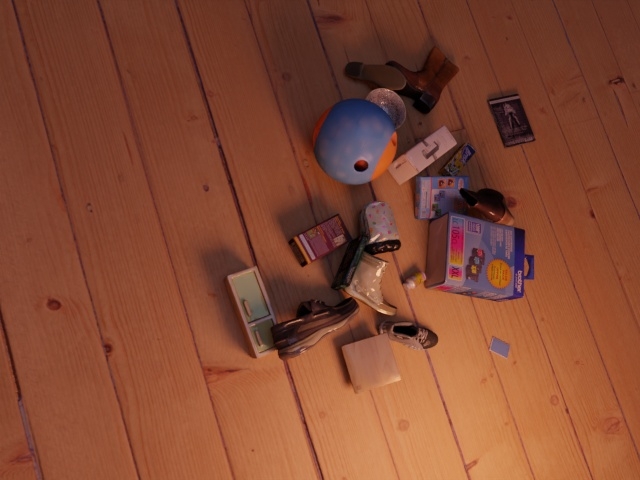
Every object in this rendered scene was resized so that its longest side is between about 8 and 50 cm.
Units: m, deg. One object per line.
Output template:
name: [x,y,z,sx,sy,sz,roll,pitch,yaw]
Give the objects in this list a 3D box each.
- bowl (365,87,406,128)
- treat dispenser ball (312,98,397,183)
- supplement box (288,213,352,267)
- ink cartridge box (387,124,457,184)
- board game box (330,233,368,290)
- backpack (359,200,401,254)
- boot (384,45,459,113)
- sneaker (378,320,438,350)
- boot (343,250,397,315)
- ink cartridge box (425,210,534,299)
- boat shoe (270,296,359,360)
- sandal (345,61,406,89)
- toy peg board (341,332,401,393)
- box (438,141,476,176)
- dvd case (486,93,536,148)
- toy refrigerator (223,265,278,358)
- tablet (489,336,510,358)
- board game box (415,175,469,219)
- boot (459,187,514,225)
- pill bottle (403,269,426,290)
bowl: [0.230,-0.479,1.877,0.170,0.080,0.170,4,76,-18]
treat dispenser ball: [0.117,-0.335,1.694,0.288,0.288,0.288,4,77,-18]
supplement box: [0.000,0.000,1.691,0.188,0.081,0.104,-28,87,-22]
ink cartridge box: [0.373,-0.315,1.846,0.218,0.158,0.092,-35,91,-22]
board game box: [0.099,0.075,1.683,0.026,0.126,0.186,27,71,-11]
backpack: [0.206,-0.048,1.754,0.152,0.115,0.182,-8,78,-17]
boot: [0.408,-0.685,1.976,0.264,0.096,0.280,36,68,-7]
sneaker: [0.323,0.326,1.698,0.229,0.132,0.086,13,74,-15]
boot: [0.200,0.148,1.702,0.213,0.077,0.165,29,92,-6]
ink cartridge box: [0.602,0.071,1.845,0.395,0.151,0.270,12,75,-18]
boat shoe: [-0.010,0.244,1.566,0.355,0.132,0.130,-25,85,-46]
sandal: [0.213,-0.626,1.912,0.240,0.079,0.088,17,88,8]
toy peg board: [0.165,0.408,1.668,0.161,0.079,0.161,-16,83,-5]
box: [0.540,-0.311,1.957,0.059,0.054,0.169,44,69,-5]
dvd case: [0.812,-0.509,2.113,0.164,0.018,0.221,-16,84,-20]
toy refrigerator: [-0.208,0.225,1.563,0.102,0.094,0.269,-19,85,-22]
tablet: [0.674,0.403,1.867,0.083,0.006,0.054,27,71,-12]
board game box: [0.460,-0.163,1.878,0.211,0.039,0.160,-3,100,-19]
boot: [0.598,-0.159,1.848,0.207,0.248,0.090,23,115,-24]
pill bottle: [0.337,0.146,1.791,0.083,0.043,0.043,-33,90,-22]
